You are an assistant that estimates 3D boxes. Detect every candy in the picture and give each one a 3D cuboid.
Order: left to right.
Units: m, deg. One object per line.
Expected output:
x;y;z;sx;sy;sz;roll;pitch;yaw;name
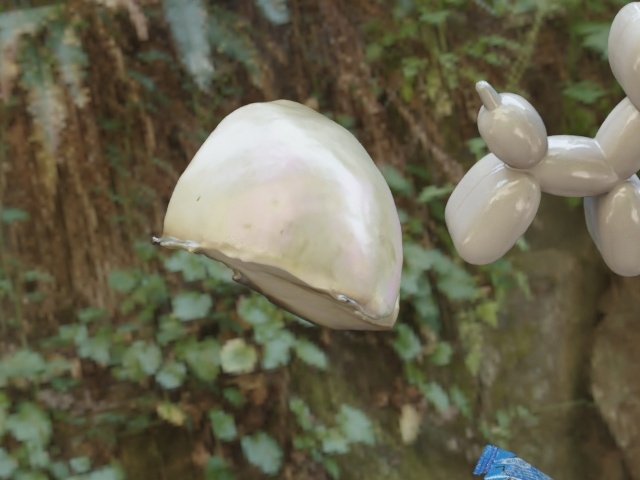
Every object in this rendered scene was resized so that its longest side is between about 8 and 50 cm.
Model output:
0.221;0.258;1.386;0.136;0.038;0.088;31;15;9;candy

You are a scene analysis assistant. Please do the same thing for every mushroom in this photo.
0.015;-0.024;1.165;0.162;0.173;0.236;13;-12;42;mushroom

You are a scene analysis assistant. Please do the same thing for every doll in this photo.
0.159;-0.056;0.768;0.161;0.160;0.059;4;34;-11;doll
